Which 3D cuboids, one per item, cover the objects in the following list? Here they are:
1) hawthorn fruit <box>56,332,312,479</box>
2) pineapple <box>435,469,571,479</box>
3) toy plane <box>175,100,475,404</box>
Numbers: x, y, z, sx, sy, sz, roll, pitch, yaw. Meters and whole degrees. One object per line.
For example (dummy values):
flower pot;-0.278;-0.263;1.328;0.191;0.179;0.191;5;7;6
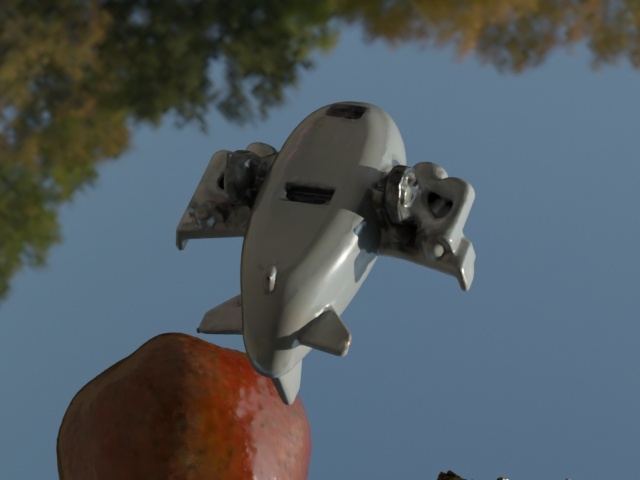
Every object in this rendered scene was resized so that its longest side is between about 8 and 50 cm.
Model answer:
hawthorn fruit;-0.103;0.211;1.444;0.210;0.210;0.262;-32;-132;19
pineapple;0.113;0.163;0.992;0.114;0.114;0.077;19;-89;16
toy plane;0.000;0.000;1.364;0.244;0.117;0.245;-9;-130;11
